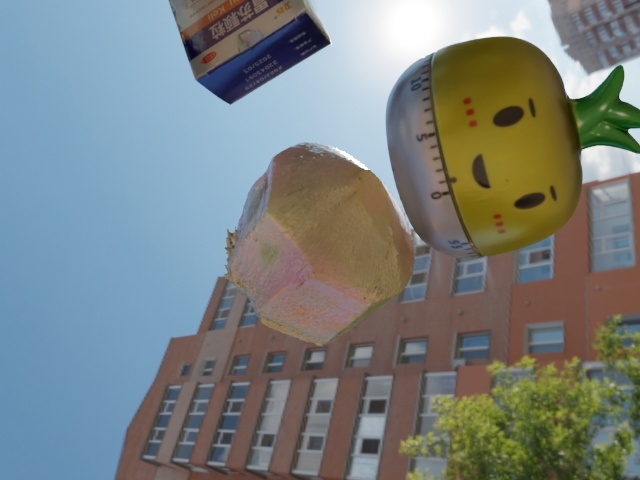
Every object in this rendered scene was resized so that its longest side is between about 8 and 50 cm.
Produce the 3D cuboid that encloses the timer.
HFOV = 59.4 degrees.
[{"bbox_3d":[0.238,-0.120,0.664,0.285,0.285,0.285,17,-114,-45],"label":"timer"}]

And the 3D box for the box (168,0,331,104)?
[{"bbox_3d":[-0.133,-0.401,0.895,0.106,0.200,0.300,25,-138,-64],"label":"box"}]

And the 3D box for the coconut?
[{"bbox_3d":[0.000,0.000,0.725,0.233,0.245,0.233,14,-128,-18],"label":"coconut"}]
